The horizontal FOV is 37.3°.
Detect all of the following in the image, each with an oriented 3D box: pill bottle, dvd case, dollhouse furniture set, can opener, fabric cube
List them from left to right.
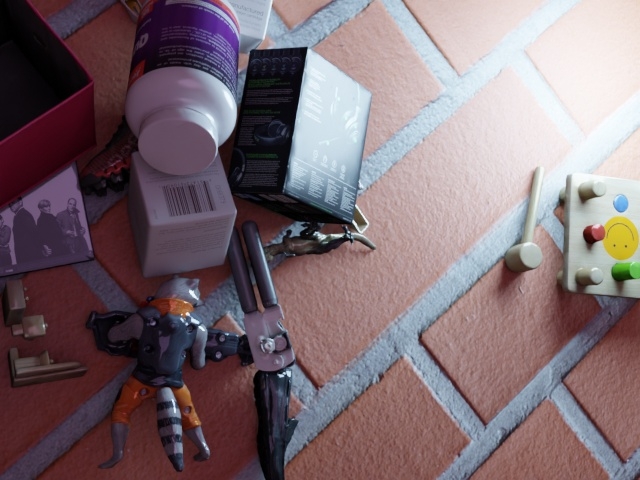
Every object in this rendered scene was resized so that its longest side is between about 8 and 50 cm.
[{"bbox_3d":[-0.534,-0.228,1.515,0.254,0.258,0.259,-38,85,-18],"label":"fabric cube"},{"bbox_3d":[-0.506,-0.066,1.658,0.179,0.029,0.239,-11,88,-20],"label":"dvd case"},{"bbox_3d":[-0.465,0.153,1.609,0.123,0.144,0.151,-6,73,-25],"label":"dollhouse furniture set"},{"bbox_3d":[-0.227,-0.267,1.577,0.181,0.181,0.323,14,47,-18],"label":"pill bottle"},{"bbox_3d":[-0.115,0.104,1.725,0.074,0.093,0.280,-16,92,-2],"label":"can opener"},{"bbox_3d":[0.082,-0.081,1.838,0.091,0.081,0.114,-48,113,-34],"label":"dollhouse furniture set"}]

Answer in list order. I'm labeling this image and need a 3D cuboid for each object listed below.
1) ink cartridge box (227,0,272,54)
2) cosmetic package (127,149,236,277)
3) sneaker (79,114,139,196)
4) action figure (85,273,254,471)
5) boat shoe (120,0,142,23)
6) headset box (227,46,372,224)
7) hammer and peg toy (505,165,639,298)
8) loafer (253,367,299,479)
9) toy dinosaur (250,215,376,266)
[{"bbox_3d":[-0.186,-0.517,1.762,0.207,0.117,0.283,13,82,-17],"label":"ink cartridge box"},{"bbox_3d":[-0.245,-0.051,1.646,0.151,0.184,0.151,-9,62,-20],"label":"cosmetic package"},{"bbox_3d":[-0.326,-0.188,1.699,0.276,0.097,0.135,-35,89,-14],"label":"sneaker"},{"bbox_3d":[-0.231,0.224,1.655,0.341,0.178,0.330,3,85,-23],"label":"action figure"},{"bbox_3d":[-0.353,-0.446,1.741,0.035,0.035,0.100,-32,97,-19],"label":"boat shoe"},{"bbox_3d":[-0.031,-0.193,1.720,0.246,0.131,0.283,20,76,-57],"label":"headset box"},{"bbox_3d":[0.579,-0.018,1.988,0.361,0.127,0.266,7,83,-19],"label":"hammer and peg toy"},{"bbox_3d":[-0.077,0.344,1.751,0.078,0.076,0.223,-2,86,-19],"label":"loafer"},{"bbox_3d":[0.000,0.000,1.789,0.268,0.118,0.064,-6,72,-21],"label":"toy dinosaur"}]
